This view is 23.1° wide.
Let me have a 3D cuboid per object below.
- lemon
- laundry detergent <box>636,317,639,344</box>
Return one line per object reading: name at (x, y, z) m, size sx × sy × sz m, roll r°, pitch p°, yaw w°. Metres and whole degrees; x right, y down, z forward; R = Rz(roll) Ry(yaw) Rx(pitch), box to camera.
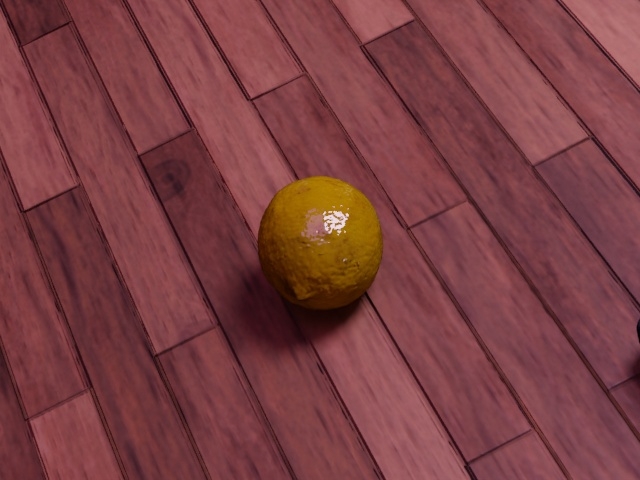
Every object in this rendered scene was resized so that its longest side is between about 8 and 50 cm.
lemon at (0.000, 0.000, 1.341) m, size 0.109 × 0.109 × 0.133 m, roll -6°, pitch 48°, yaw 15°
laundry detergent at (0.351, 0.048, 1.206) m, size 0.206 × 0.061 × 0.097 m, roll -29°, pitch 39°, yaw -8°
